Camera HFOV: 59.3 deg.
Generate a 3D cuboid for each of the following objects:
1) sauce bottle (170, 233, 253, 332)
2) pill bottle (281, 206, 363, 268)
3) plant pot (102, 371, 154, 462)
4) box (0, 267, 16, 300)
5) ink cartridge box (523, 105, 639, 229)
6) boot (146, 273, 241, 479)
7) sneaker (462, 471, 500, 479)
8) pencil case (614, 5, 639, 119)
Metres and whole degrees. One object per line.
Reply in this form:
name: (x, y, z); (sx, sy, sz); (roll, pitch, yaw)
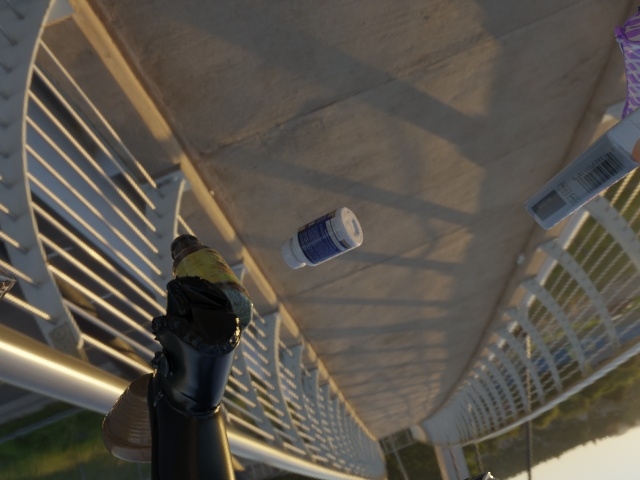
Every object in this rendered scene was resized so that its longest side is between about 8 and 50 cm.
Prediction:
sauce bottle: (-0.232, 0.073, 1.110); (0.112, 0.344, 0.111); (-10, 115, -23)
pill bottle: (0.000, 0.000, 0.878); (0.120, 0.067, 0.067); (-26, 155, 26)
plant pot: (-0.339, 0.352, 1.190); (0.238, 0.237, 0.109); (-7, 107, -30)
box: (-0.591, 0.124, 0.831); (0.231, 0.056, 0.183); (-56, 171, -10)
ink cartridge box: (0.305, -0.094, 0.559); (0.179, 0.045, 0.145); (-31, 167, -20)
boot: (-0.138, 0.184, 0.629); (0.094, 0.246, 0.207); (-3, 133, -27)
sneaker: (0.227, 0.319, 0.595); (0.064, 0.192, 0.086); (-41, 158, -49)
pencil case: (0.549, -0.282, 0.943); (0.088, 0.086, 0.206); (-12, 138, 25)
